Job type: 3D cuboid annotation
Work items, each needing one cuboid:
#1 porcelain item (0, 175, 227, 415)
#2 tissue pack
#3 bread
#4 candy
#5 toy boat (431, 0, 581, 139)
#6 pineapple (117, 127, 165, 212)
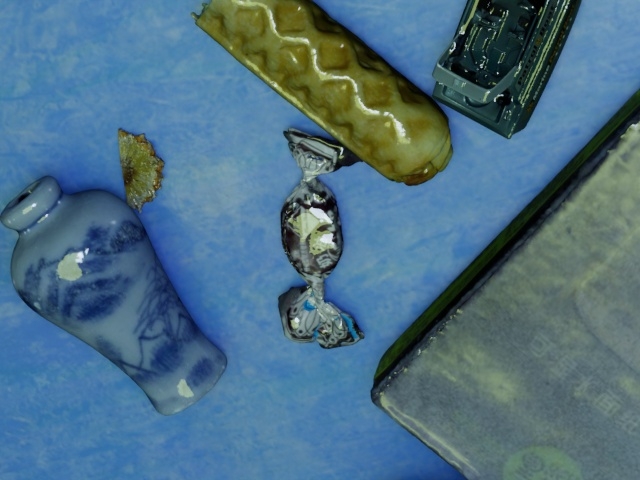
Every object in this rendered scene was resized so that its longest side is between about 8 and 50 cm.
[{"bbox_3d":[-0.202,0.051,1.685,0.141,0.141,0.259,-32,110,23],"label":"porcelain item"},{"bbox_3d":[0.275,0.082,1.571,0.288,0.124,0.394,40,115,-6],"label":"tissue pack"},{"bbox_3d":[0.009,-0.149,1.568,0.269,0.087,0.098,40,141,-2],"label":"bread"},{"bbox_3d":[0.000,0.000,1.656,0.094,0.051,0.226,-3,112,4],"label":"candy"},{"bbox_3d":[0.173,-0.208,1.505,0.093,0.103,0.246,32,112,27],"label":"toy boat"},{"bbox_3d":[-0.173,-0.068,1.689,0.045,0.019,0.083,2,108,17],"label":"pineapple"}]
